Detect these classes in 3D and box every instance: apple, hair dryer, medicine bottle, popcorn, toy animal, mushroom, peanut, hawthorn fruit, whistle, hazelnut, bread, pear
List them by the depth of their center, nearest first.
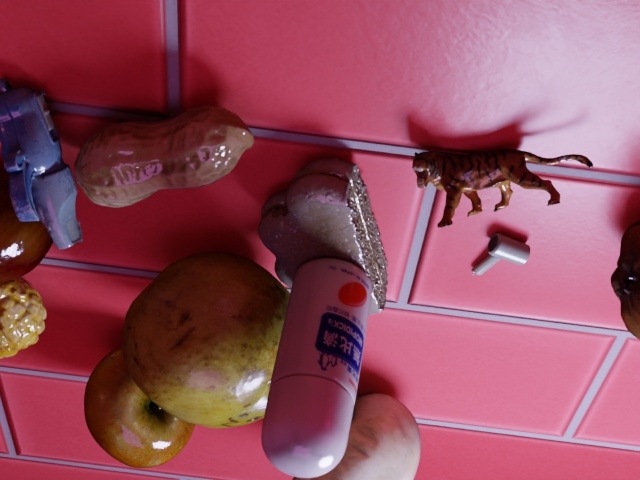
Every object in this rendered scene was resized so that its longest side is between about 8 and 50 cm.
[{"bbox_3d":[0.269,-0.099,1.639,0.255,0.114,0.116,-11,96,15],"label":"toy animal"},{"bbox_3d":[-0.237,-0.127,1.640,0.299,0.120,0.136,-12,166,21],"label":"peanut"},{"bbox_3d":[-0.421,-0.113,1.656,0.093,0.180,0.269,-14,104,9],"label":"whistle"},{"bbox_3d":[-0.006,0.194,1.671,0.130,0.340,0.130,7,140,6],"label":"medicine bottle"},{"bbox_3d":[0.577,0.058,1.703,0.248,0.208,0.208,-4,142,-5],"label":"hawthorn fruit"},{"bbox_3d":[-0.527,-0.009,1.768,0.208,0.208,0.208,4,142,3],"label":"hazelnut"},{"bbox_3d":[0.001,0.004,1.787,0.183,0.102,0.337,-4,140,14],"label":"bread"},{"bbox_3d":[0.287,0.034,1.839,0.063,0.037,0.124,20,146,-16],"label":"hair dryer"},{"bbox_3d":[-0.164,0.169,1.856,0.304,0.303,0.304,4,142,3],"label":"pear"},{"bbox_3d":[-0.587,0.130,2.011,0.180,0.179,0.170,-23,161,33],"label":"popcorn"},{"bbox_3d":[-0.340,0.309,2.120,0.237,0.236,0.207,26,161,-23],"label":"apple"},{"bbox_3d":[0.066,0.408,2.162,0.315,0.355,0.315,0,-175,0],"label":"mushroom"}]
